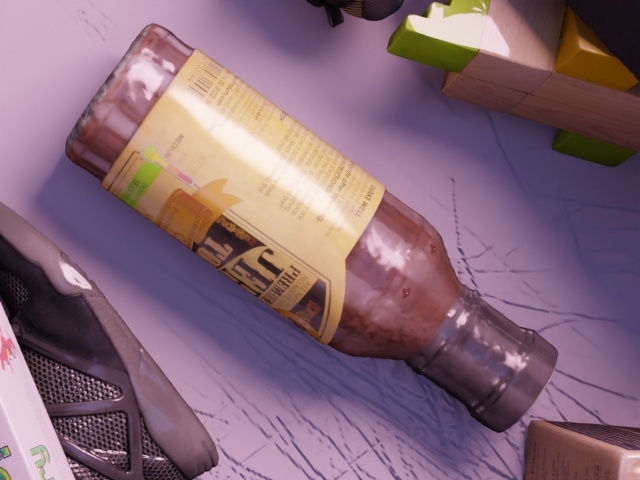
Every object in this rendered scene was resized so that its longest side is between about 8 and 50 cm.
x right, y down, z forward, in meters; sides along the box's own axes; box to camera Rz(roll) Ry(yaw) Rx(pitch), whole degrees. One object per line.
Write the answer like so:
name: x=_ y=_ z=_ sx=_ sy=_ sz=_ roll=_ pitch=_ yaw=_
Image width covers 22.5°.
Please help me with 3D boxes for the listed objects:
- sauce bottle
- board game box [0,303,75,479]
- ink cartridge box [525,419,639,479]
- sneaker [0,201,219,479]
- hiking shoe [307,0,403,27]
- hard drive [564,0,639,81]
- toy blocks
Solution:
sauce bottle: x=0.000 y=0.000 z=1.043 sx=0.344 sy=0.111 sz=0.111 roll=36 pitch=85 yaw=-5
board game box: x=-0.250 y=0.153 z=0.985 sx=0.193 sy=0.053 sz=0.305 roll=-25 pitch=87 yaw=18
ink cartridge box: x=0.193 y=0.240 z=1.026 sx=0.088 sy=0.193 sz=0.235 roll=2 pitch=90 yaw=-8
sneaker: x=-0.178 y=0.089 z=1.029 sx=0.130 sy=0.087 sz=0.227 roll=-37 pitch=100 yaw=-13
hiking shoe: x=0.030 y=-0.198 z=0.994 sx=0.086 sy=0.227 sz=0.114 roll=-38 pitch=98 yaw=-15
hard drive: x=0.260 y=-0.180 z=0.949 sx=0.237 sy=0.064 sz=0.339 roll=-36 pitch=81 yaw=-24
toy blocks: x=0.253 y=-0.190 z=1.064 sx=0.381 sy=0.191 sz=0.261 roll=16 pitch=77 yaw=-8
